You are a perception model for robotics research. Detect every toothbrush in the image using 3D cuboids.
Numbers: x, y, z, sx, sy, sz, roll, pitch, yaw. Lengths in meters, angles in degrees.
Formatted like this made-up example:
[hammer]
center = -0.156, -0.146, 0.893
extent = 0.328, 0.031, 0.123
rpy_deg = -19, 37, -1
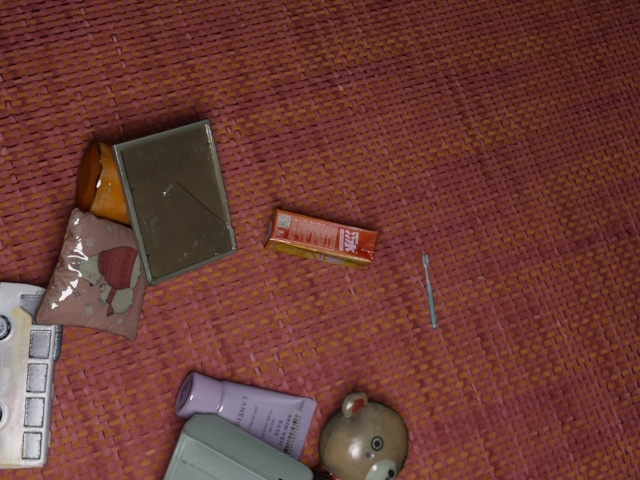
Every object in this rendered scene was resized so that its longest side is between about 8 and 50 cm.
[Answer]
[toothbrush]
center = 0.241, 0.112, 1.709
extent = 0.011, 0.014, 0.167
rpy_deg = -2, 78, -22

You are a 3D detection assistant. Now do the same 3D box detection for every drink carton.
[drink carton]
center = 0.000, 0.000, 1.637
extent = 0.223, 0.096, 0.071
rpy_deg = 13, 75, -9

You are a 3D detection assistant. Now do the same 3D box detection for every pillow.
[pillow]
center = -0.419, 0.068, 1.497
extent = 0.223, 0.084, 0.236
rpy_deg = 25, 78, -47

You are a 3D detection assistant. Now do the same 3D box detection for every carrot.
[carrot]
center = -0.364, -0.104, 1.564
extent = 0.225, 0.159, 0.159
rpy_deg = 10, 75, -25

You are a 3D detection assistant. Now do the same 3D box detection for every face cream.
[face cream]
center = -0.147, 0.349, 1.540
extent = 0.274, 0.096, 0.154
rpy_deg = 25, 70, -20

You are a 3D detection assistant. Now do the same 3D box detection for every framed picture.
[framed picture]
center = -0.281, -0.076, 1.535
extent = 0.213, 0.016, 0.289
rpy_deg = -23, 113, -32

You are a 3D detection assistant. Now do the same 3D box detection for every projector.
[projector]
center = -0.163, 0.461, 1.429
extent = 0.251, 0.108, 0.198
rpy_deg = 25, 110, 10

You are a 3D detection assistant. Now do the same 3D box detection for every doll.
[doll]
center = 0.049, 0.467, 1.515
extent = 0.235, 0.174, 0.330
rpy_deg = 45, 72, -35

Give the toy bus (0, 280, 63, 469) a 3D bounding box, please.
[toy bus]
center = -0.564, 0.251, 1.456
extent = 0.138, 0.097, 0.342
rpy_deg = 5, 77, -14
